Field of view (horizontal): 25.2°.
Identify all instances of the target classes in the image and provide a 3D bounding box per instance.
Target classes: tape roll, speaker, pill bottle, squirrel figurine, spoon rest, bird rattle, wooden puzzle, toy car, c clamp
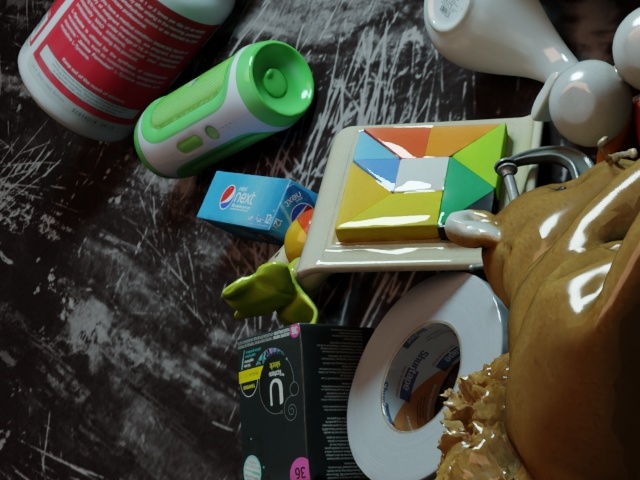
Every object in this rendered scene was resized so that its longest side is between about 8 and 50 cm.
[{"bbox_3d":[0.122,0.143,1.375,0.219,0.072,0.219,-38,37,37],"label":"tape roll"},{"bbox_3d":[-0.138,-0.177,1.985,0.296,0.131,0.131,-22,49,49],"label":"speaker"},{"bbox_3d":[-0.281,-0.367,2.255,0.408,0.229,0.229,-46,34,27],"label":"pill bottle"},{"bbox_3d":[0.196,0.098,1.108,0.397,0.281,0.370,-55,24,8],"label":"squirrel figurine"},{"bbox_3d":[0.194,-0.214,1.502,0.137,0.084,0.276,-62,39,27],"label":"spoon rest"},{"bbox_3d":[0.000,0.000,1.636,0.253,0.143,0.207,-55,14,8],"label":"bird rattle"},{"bbox_3d":[0.102,-0.054,1.446,0.238,0.044,0.221,-5,42,19],"label":"wooden puzzle"},{"bbox_3d":[0.303,-0.120,1.255,0.182,0.159,0.136,-42,70,32],"label":"toy car"},{"bbox_3d":[0.205,-0.036,1.354,0.161,0.137,0.022,-89,-6,-45],"label":"c clamp"}]

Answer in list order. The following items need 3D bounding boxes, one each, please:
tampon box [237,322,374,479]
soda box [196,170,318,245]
[{"bbox_3d":[-0.012,0.175,1.484,0.120,0.101,0.161,-20,69,51],"label":"tampon box"},{"bbox_3d":[-0.076,-0.040,1.834,0.210,0.067,0.071,11,76,59],"label":"soda box"}]
